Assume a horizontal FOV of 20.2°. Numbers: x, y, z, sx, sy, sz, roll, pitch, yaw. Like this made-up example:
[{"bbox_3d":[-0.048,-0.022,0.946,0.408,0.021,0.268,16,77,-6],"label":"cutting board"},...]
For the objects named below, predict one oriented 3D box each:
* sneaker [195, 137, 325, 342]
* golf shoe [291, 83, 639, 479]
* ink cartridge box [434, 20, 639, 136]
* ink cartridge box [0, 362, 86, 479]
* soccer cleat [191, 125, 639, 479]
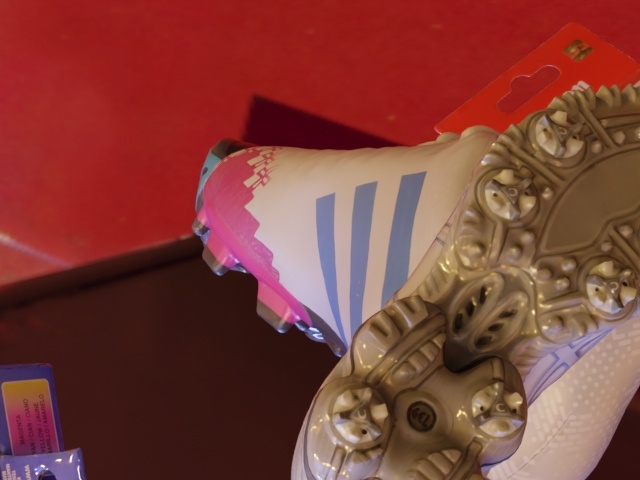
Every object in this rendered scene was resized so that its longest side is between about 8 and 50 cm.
[{"bbox_3d":[0.000,0.000,1.765,0.140,0.341,0.125,3,68,32],"label":"sneaker"},{"bbox_3d":[0.049,0.022,0.529,0.069,0.176,0.086,46,152,4],"label":"golf shoe"},{"bbox_3d":[0.239,-0.090,1.458,0.232,0.189,0.066,41,151,22],"label":"ink cartridge box"},{"bbox_3d":[-0.340,0.262,1.556,0.395,0.151,0.270,-21,76,49],"label":"ink cartridge box"},{"bbox_3d":[0.049,0.006,0.776,0.116,0.331,0.143,37,93,-27],"label":"soccer cleat"}]
